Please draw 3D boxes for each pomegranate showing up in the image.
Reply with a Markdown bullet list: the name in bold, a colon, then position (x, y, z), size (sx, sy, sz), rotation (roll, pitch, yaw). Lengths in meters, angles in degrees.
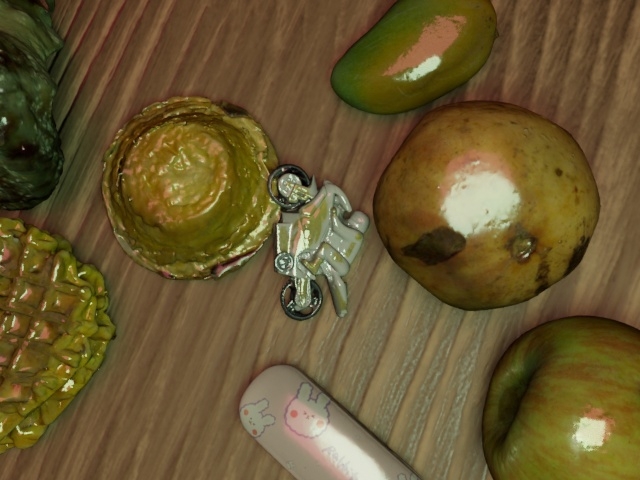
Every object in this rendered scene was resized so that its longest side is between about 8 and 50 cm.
- **pomegranate**: position (0.211, -0.050, 0.925), size (0.282, 0.281, 0.280), rotation (-1, 81, 7)

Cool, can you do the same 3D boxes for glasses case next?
- **glasses case**: position (0.017, 0.291, 0.985), size (0.297, 0.075, 0.113), rotation (40, 86, 10)

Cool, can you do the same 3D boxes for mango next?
- **mango**: position (0.136, -0.272, 1.037), size (0.251, 0.114, 0.156), rotation (-34, 86, 0)

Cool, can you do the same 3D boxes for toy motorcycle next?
- **toy motorcycle**: position (0.000, 0.000, 1.029), size (0.151, 0.074, 0.228), rotation (-7, 90, -13)

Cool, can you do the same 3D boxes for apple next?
- **apple**: position (0.336, 0.227, 0.873), size (0.265, 0.264, 0.264), rotation (-1, 81, 7)

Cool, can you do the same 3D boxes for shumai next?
- **shumai**: position (-0.510, -0.254, 1.040), size (0.396, 0.395, 0.348), rotation (13, 62, 9)

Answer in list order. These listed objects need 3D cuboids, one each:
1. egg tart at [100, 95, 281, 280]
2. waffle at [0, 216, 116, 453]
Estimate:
- **egg tart**: position (-0.196, -0.085, 1.049), size (0.295, 0.116, 0.294), rotation (-1, 80, 5)
- **waffle**: position (-0.450, 0.138, 1.029), size (0.261, 0.151, 0.324), rotation (38, 91, 6)
